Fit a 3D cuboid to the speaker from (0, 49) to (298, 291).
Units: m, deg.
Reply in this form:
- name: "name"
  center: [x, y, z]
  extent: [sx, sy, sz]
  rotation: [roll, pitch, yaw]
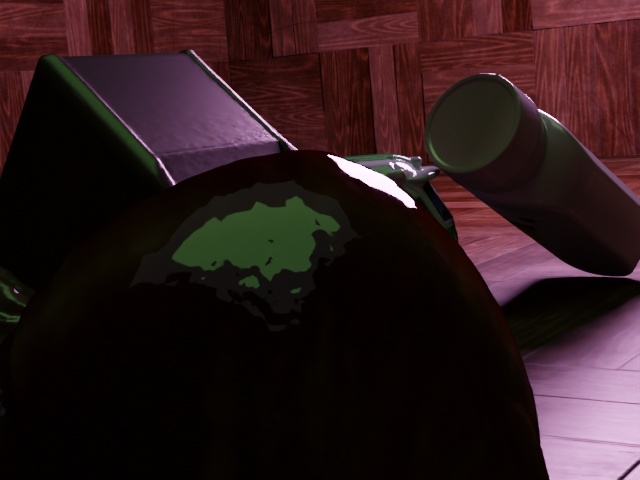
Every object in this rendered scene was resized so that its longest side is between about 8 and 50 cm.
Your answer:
- name: "speaker"
  center: [-0.143, -0.006, 0.877]
  extent: [0.153, 0.231, 0.192]
  rotation: [-12, 49, -47]

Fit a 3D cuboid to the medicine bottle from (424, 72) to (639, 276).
- name: "medicine bottle"
  center: [0.227, -0.061, 1.193]
  extent: [0.161, 0.111, 0.296]
  rotation: [28, -2, 41]

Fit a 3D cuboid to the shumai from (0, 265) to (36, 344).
- name: "shumai"
  center: [-0.247, 0.107, 0.658]
  extent: [0.206, 0.166, 0.175]
  rotation: [-3, 30, 18]

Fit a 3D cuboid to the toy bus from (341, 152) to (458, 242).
- name: "toy bus"
  center: [0.000, 0.000, 1.148]
  extent: [0.276, 0.164, 0.133]
  rotation: [-5, 9, 2]

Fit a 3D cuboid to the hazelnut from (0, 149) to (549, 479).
- name: "hazelnut"
  center: [-0.031, 0.088, 0.443]
  extent: [0.229, 0.229, 0.229]
  rotation: [-5, 8, 1]
